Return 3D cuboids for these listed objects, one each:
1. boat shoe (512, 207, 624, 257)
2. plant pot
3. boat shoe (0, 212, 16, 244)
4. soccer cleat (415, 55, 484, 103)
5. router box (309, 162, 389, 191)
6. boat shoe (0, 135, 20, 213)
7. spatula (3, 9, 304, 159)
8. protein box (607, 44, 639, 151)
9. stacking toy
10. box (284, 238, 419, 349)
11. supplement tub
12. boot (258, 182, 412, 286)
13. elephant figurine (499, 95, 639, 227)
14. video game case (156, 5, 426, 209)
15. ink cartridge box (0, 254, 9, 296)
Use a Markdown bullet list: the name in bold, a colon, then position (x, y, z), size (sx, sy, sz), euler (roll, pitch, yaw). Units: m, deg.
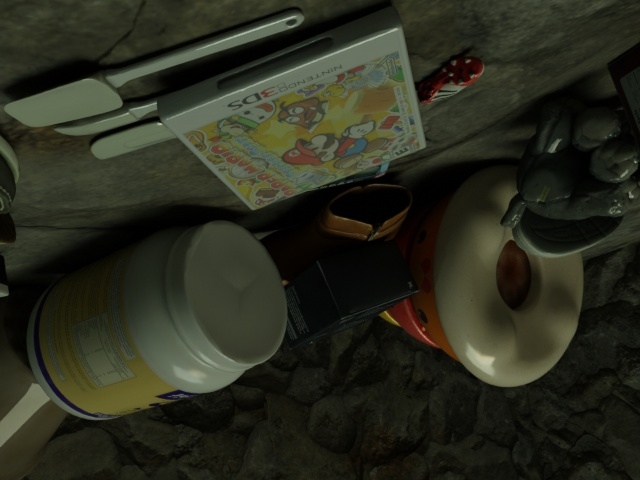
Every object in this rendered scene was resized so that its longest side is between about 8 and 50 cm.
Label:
- **boat shoe**: position (0.388, -0.058, 0.989), size (0.320, 0.118, 0.103), euler (-36, 170, -34)
- **plant pot**: position (-0.528, 0.228, 1.087), size (0.280, 0.323, 0.323), euler (-35, 161, 17)
- **boat shoe**: position (-0.371, -0.015, 0.667), size (0.049, 0.056, 0.152), euler (-20, 167, 4)
- **soccer cleat**: position (0.131, -0.159, 0.649), size (0.035, 0.029, 0.083), euler (-15, 174, -40)
- **router box**: position (0.021, -0.095, 0.776), size (0.122, 0.038, 0.092), euler (-13, 167, -4)
- **boat shoe**: position (-0.317, -0.055, 0.464), size (0.109, 0.091, 0.305), euler (-15, 167, 4)
- **spatula**: position (-0.116, -0.122, 0.557), size (0.242, 0.019, 0.168), euler (-15, 167, 7)
- **protein box**: position (0.464, -0.173, 0.686), size (0.199, 0.136, 0.201), euler (-7, 165, -28)
- **stacking toy**: position (0.186, 0.065, 1.193), size (0.350, 0.351, 0.480), euler (-4, 179, -37)
- **box**: position (0.034, 0.082, 0.996), size (0.156, 0.093, 0.158), euler (-15, 165, -37)
- **supplement tub**: position (-0.239, 0.118, 0.966), size (0.331, 0.241, 0.241), euler (-21, 166, 32)
- **boot**: position (0.000, 0.000, 1.003), size (0.283, 0.109, 0.220), euler (-13, 169, -11)
- **elephant figurine**: position (0.374, -0.113, 0.860), size (0.186, 0.169, 0.239), euler (13, -155, 39)
- **video game case**: position (-0.010, -0.106, 0.618), size (0.206, 0.026, 0.227), euler (-19, 160, 8)
- **ink cartridge box**: position (-0.575, 0.066, 0.786), size (0.332, 0.065, 0.165), euler (-14, 168, -4)
